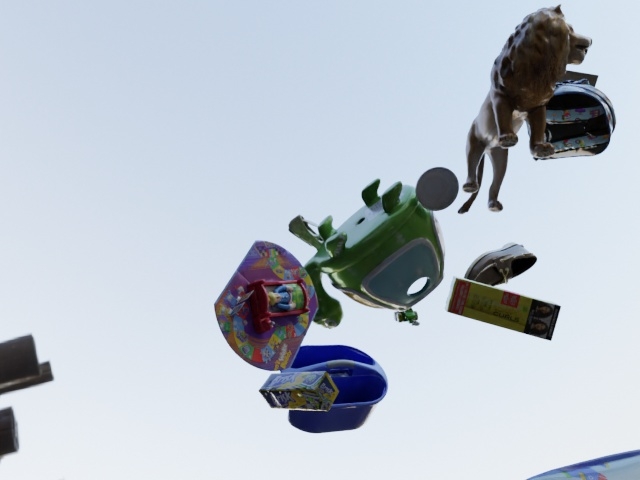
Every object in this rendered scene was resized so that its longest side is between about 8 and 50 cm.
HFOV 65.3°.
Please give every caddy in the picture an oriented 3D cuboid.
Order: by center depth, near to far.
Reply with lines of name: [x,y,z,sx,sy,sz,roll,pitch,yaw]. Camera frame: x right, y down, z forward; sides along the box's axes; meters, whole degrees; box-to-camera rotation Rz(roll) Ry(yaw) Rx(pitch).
caddy: [0.034,0.423,1.492,0.341,0.241,0.179,5,-58,-26]

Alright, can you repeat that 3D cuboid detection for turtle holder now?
turtle holder: [0.110,0.042,1.017,0.320,0.243,0.227,-45,-76,-20]

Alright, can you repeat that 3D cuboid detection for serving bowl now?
serving bowl: [0.214,-0.098,0.935,0.083,0.027,0.083,-2,-75,-9]

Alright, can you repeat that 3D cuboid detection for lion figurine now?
lion figurine: [0.347,-0.227,0.954,0.142,0.240,0.392,9,-24,-9]

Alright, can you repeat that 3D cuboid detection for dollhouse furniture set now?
dollhouse furniture set: [0.563,-0.345,1.231,0.123,0.151,0.144,8,-69,-3]

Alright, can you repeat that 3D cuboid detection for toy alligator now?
toy alligator: [0.246,0.206,1.416,0.056,0.190,0.051,-7,-92,-5]

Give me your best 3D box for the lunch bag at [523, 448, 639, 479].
lunch bag: [0.174,0.246,0.361,0.176,0.090,0.219,-5,-50,-12]

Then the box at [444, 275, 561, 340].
box: [0.406,0.150,1.126,0.058,0.232,0.087,1,-75,-82]

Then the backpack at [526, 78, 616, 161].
backpack: [0.516,-0.249,1.019,0.117,0.173,0.158,-36,-68,-22]

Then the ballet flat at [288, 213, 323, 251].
ballet flat: [0.000,0.000,1.171,0.168,0.057,0.052,36,-76,-18]

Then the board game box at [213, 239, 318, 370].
board game box: [-0.052,0.078,0.629,0.133,0.033,0.168,47,-134,-21]

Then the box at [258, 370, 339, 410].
box: [-0.048,0.314,1.045,0.059,0.169,0.054,60,-138,-17]

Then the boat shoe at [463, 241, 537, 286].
boat shoe: [0.607,0.095,1.684,0.324,0.097,0.116,-19,-55,-35]
